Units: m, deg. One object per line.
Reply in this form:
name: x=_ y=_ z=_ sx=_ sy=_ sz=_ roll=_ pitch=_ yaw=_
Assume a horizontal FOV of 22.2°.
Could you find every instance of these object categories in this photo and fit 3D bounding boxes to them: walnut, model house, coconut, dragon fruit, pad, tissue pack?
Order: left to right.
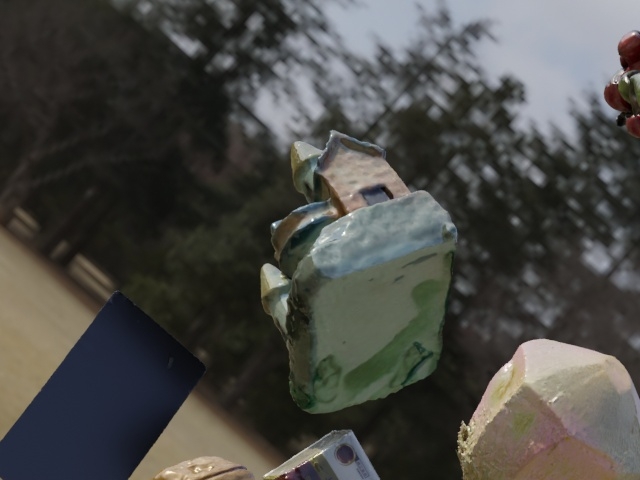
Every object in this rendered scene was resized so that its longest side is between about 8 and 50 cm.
pad: x=-0.267 y=0.209 z=1.968 sx=0.159 sy=0.265 sz=0.009 roll=43 pitch=-21 yaw=-20
walnut: x=-0.169 y=0.383 z=2.358 sx=0.144 sy=0.180 sz=0.144 roll=33 pitch=-48 yaw=45
model house: x=0.000 y=0.000 z=1.952 sx=0.267 sy=0.194 sz=0.325 roll=92 pitch=-26 yaw=-47
tissue pack: x=0.022 y=0.305 z=1.859 sx=0.148 sy=0.106 sz=0.099 roll=59 pitch=-17 yaw=-1
coconut: x=0.309 y=0.248 z=2.102 sx=0.233 sy=0.245 sz=0.233 roll=22 pitch=29 yaw=-13
dragon fruit: x=0.448 y=-0.199 z=1.954 sx=0.218 sy=0.198 sz=0.273 roll=3 pitch=-11 yaw=17
